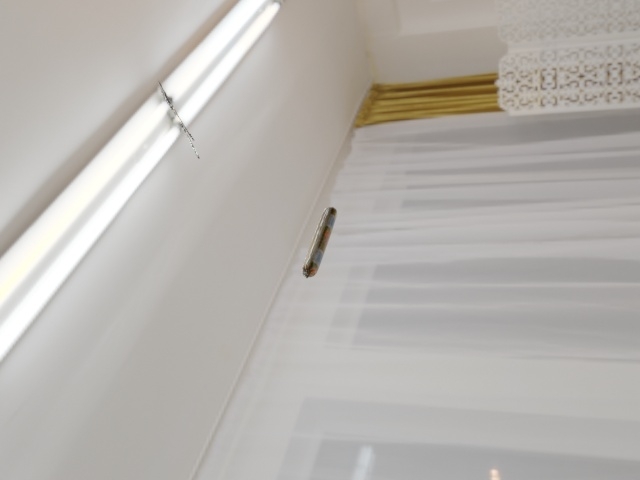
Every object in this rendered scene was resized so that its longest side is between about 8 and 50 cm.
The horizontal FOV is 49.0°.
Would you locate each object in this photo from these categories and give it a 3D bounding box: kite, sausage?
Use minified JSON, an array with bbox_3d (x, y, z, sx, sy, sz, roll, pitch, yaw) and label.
[{"bbox_3d":[-0.206,-0.173,1.033,0.137,0.005,0.153,51,169,48],"label":"kite"},{"bbox_3d":[0.000,0.000,0.633,0.100,0.015,0.015,-71,-27,-48],"label":"sausage"}]
